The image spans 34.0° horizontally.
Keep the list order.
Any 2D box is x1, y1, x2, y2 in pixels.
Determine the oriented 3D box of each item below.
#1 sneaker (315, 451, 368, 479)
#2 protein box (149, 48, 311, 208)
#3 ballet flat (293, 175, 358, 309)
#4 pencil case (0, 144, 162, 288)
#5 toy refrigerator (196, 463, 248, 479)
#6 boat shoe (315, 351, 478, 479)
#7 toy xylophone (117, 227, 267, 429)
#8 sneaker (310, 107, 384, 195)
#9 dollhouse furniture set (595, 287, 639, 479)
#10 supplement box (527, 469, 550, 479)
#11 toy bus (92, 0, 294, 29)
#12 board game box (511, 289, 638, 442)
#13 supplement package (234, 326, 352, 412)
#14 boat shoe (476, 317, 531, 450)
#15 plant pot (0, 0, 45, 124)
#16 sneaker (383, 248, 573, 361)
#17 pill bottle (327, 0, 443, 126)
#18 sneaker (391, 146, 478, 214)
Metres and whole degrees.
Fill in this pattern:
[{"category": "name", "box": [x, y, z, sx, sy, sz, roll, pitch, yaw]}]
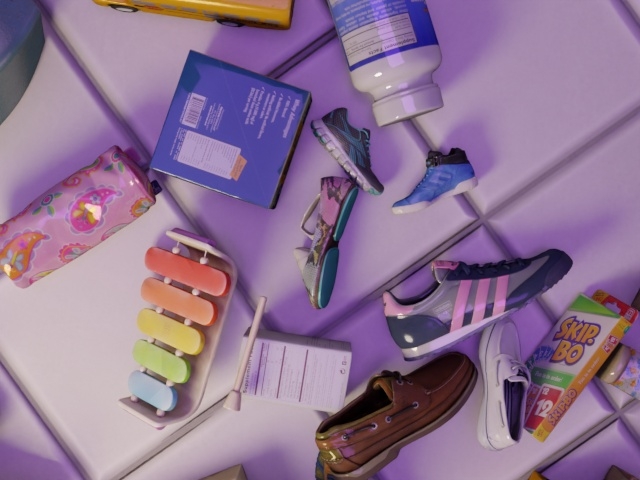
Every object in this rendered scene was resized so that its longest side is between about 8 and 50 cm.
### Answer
[{"category": "sneaker", "box": [0.076, 0.461, 1.738, 0.131, 0.112, 0.296, -11, 93, -17]}, {"category": "protein box", "box": [-0.140, -0.174, 1.690, 0.201, 0.136, 0.200, 19, 92, 0]}, {"category": "ballet flat", "box": [0.000, 0.000, 1.728, 0.079, 0.077, 0.221, 16, 97, 19]}, {"category": "pencil case", "box": [-0.405, -0.041, 1.710, 0.284, 0.124, 0.124, -34, 91, 1]}, {"category": "toy refrigerator", "box": [-0.243, 0.469, 1.729, 0.269, 0.102, 0.094, -21, 92, 0]}, {"category": "boat shoe", "box": [0.126, 0.258, 1.665, 0.307, 0.110, 0.104, -37, 109, -26]}, {"category": "toy xylophone", "box": [-0.207, 0.147, 1.681, 0.236, 0.081, 0.323, 7, 86, 41]}, {"category": "sneaker", "box": [0.060, -0.150, 1.728, 0.076, 0.065, 0.166, -39, 93, -3]}, {"category": "dollhouse furniture set", "box": [0.605, 0.299, 1.624, 0.362, 0.256, 0.394, 30, 92, 4]}, {"category": "supplement box", "box": [0.406, 0.495, 1.678, 0.194, 0.191, 0.129, 33, 92, -1]}, {"category": "toy bus", "box": [-0.205, -0.416, 1.686, 0.332, 0.130, 0.108, 8, 92, 0]}, {"category": "board game box", "box": [0.400, 0.194, 1.703, 0.039, 0.124, 0.259, 39, 91, -25]}, {"category": "supplement package", "box": [-0.044, 0.211, 1.716, 0.179, 0.105, 0.105, 9, 94, 1]}, {"category": "boat shoe", "box": [0.307, 0.227, 1.693, 0.083, 0.076, 0.226, 18, 67, -32]}, {"category": "plant pot", "box": [-0.576, -0.309, 1.646, 0.247, 0.248, 0.252, 43, 74, -1]}, {"category": "sneaker", "box": [0.251, 0.072, 1.707, 0.319, 0.112, 0.131, -29, 94, 0]}, {"category": "pill bottle", "box": [0.106, -0.327, 1.675, 0.152, 0.152, 0.272, -18, 92, 1]}, {"category": "sneaker", "box": [0.178, -0.103, 1.726, 0.152, 0.058, 0.084, -22, 97, -3]}]
